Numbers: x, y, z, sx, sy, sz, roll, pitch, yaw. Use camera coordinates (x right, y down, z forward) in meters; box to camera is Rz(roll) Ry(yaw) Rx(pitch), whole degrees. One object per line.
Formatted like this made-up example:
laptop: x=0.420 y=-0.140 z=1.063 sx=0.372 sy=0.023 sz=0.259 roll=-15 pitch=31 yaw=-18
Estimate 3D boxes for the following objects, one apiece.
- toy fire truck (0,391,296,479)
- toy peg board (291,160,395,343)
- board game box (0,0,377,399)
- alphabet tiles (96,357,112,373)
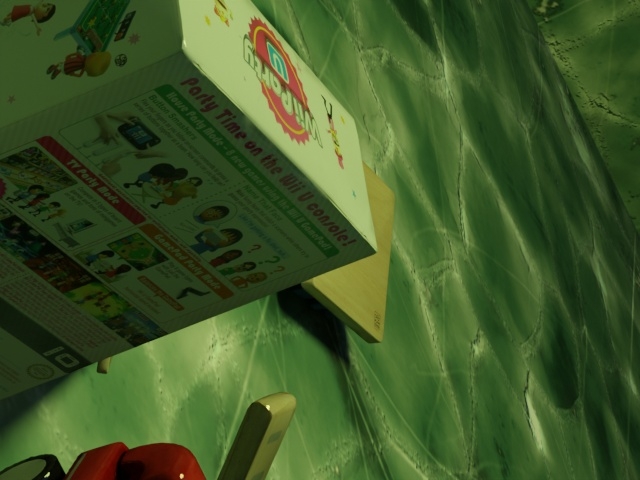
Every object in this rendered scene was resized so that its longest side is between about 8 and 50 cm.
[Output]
toy fire truck: x=-0.096 y=0.170 z=1.074 sx=0.158 sy=0.246 sz=0.217 roll=66 pitch=18 yaw=-15
toy peg board: x=0.000 y=0.000 z=1.857 sx=0.161 sy=0.079 sz=0.161 roll=42 pitch=49 yaw=-55
board game box: x=-0.154 y=-0.025 z=1.017 sx=0.224 sy=0.303 sz=0.098 roll=45 pitch=30 yaw=-53
alphabet tiles: x=-0.119 y=-0.063 z=1.295 sx=0.342 sy=0.011 sz=0.285 roll=-143 pitch=-118 yaw=-85
